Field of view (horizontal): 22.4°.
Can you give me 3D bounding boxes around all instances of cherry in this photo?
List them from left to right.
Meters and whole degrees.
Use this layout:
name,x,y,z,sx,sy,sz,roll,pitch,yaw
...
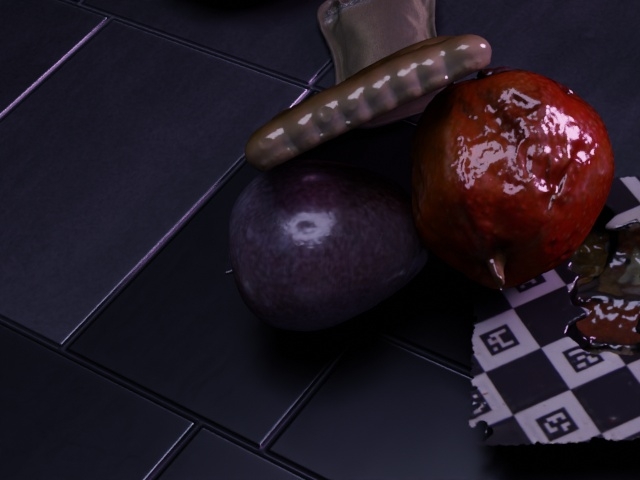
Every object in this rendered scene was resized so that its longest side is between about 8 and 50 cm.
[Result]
name,x,y,z,sx,sy,sz,roll,pitch,yaw
cherry,0.001,0.001,1.374,0.176,0.140,0.176,-18,16,5

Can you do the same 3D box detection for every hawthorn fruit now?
name,x,y,z,sx,sy,sz,roll,pitch,yaw
hawthorn fruit,0.150,-0.056,1.320,0.173,0.173,0.179,26,43,32

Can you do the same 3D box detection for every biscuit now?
name,x,y,z,sx,sy,sz,roll,pitch,yaw
biscuit,0.038,-0.125,1.405,0.217,0.044,0.325,-27,5,5

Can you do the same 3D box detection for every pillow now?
name,x,y,z,sx,sy,sz,roll,pitch,yaw
pillow,0.064,-0.193,1.630,0.130,0.033,0.217,-15,46,9

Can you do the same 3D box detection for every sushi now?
name,x,y,z,sx,sy,sz,roll,pitch,yaw
sushi,0.254,0.065,1.329,0.264,0.050,0.290,-4,45,9
